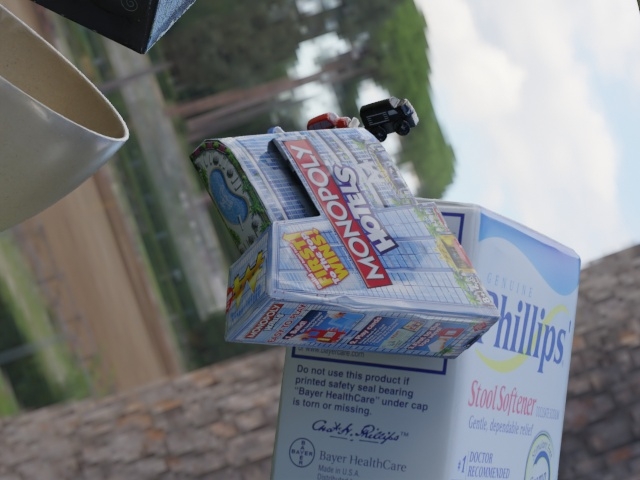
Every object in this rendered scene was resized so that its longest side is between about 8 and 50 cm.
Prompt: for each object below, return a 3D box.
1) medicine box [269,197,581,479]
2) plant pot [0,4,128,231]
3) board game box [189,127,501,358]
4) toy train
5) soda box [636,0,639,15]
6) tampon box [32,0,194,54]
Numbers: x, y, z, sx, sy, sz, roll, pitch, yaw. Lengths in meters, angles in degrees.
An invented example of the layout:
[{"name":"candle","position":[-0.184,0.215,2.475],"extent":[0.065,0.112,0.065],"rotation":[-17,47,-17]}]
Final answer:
[{"name":"medicine box","position":[0.090,0.126,1.334],"extent":[0.263,0.149,0.289],"rotation":[18,79,-63]},{"name":"plant pot","position":[-0.328,-0.100,1.370],"extent":[0.284,0.191,0.284],"rotation":[38,8,-6]},{"name":"board game box","position":[0.000,0.000,1.132],"extent":[0.060,0.194,0.194],"rotation":[-46,-116,38]},{"name":"toy train","position":[0.007,-0.092,1.415],"extent":[0.036,0.158,0.027],"rotation":[66,24,-20]},{"name":"soda box","position":[0.181,-0.091,0.733],"extent":[0.058,0.061,0.181],"rotation":[-15,90,-64]},{"name":"tampon box","position":[-0.146,-0.246,1.310],"extent":[0.161,0.120,0.101],"rotation":[-56,169,-48]}]
